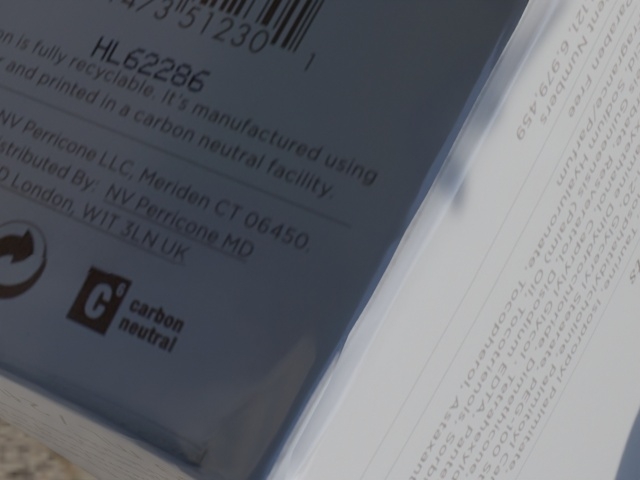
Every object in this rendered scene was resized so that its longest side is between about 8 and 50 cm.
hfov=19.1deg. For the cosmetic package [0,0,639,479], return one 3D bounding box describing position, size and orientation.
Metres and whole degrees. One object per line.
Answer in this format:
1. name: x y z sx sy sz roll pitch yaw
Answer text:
1. cosmetic package: 0.000 0.000 1.012 0.327 0.329 0.394 -62 147 -12
